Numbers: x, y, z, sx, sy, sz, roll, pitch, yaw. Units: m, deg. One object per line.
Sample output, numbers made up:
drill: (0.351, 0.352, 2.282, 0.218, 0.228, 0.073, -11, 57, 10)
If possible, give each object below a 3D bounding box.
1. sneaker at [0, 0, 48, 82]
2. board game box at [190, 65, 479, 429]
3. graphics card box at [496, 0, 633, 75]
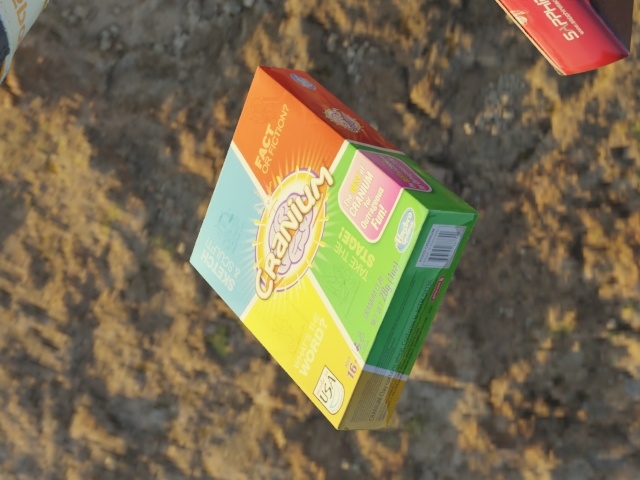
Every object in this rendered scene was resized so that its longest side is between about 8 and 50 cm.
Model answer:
sneaker: (-0.256, -0.115, 0.621, 0.321, 0.127, 0.126, 20, 141, 30)
board game box: (0.000, 0.000, 1.363, 0.064, 0.316, 0.242, 4, 117, -38)
graphics card box: (0.264, -0.399, 1.488, 0.094, 0.370, 0.233, -10, 149, 35)
